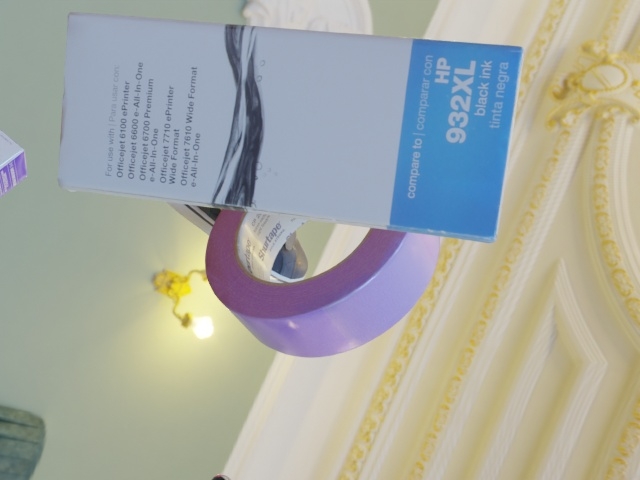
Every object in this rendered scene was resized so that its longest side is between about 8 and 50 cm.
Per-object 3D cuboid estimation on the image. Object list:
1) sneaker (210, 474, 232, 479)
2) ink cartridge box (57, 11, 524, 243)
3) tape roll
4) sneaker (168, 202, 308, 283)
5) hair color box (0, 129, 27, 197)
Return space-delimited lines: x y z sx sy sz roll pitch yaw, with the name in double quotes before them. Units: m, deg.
"sneaker" -0.128 0.392 0.833 0.063 0.075 0.170 -39 -120 48
"ink cartridge box" -0.014 -0.089 0.527 0.307 0.223 0.129 8 -82 9
"tape roll" 0.000 0.000 0.785 0.275 0.090 0.275 -17 -135 18
"sneaker" -0.092 -0.040 0.978 0.127 0.321 0.126 -33 -134 18
"hair color box" -0.674 -0.081 1.047 0.339 0.185 0.110 -50 -179 -31
